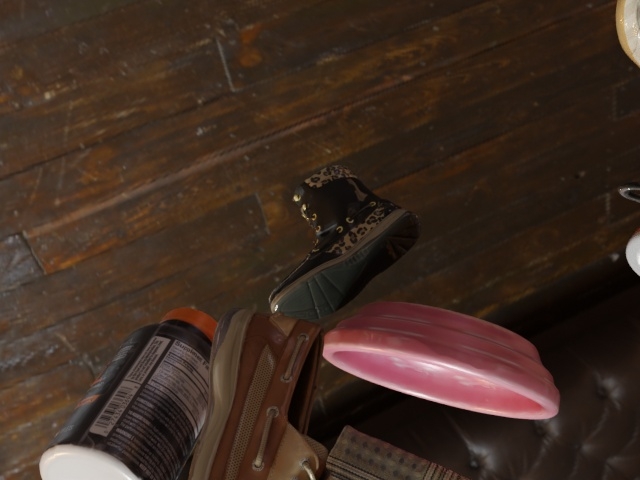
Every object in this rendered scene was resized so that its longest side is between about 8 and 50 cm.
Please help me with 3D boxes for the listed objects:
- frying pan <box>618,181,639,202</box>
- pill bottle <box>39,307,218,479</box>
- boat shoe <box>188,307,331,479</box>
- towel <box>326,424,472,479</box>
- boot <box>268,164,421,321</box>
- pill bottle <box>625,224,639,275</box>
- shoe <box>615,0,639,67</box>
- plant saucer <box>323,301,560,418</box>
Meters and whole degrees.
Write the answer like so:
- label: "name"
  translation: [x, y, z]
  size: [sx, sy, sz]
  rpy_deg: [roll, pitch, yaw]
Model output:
- label: "frying pan"
  translation: [0.530, -0.036, 0.915]
  size: [0.326, 0.053, 0.197]
  rpy_deg: [22, 138, -19]
- label: "pill bottle"
  translation: [-0.186, 0.180, 0.890]
  size: [0.131, 0.245, 0.130]
  rpy_deg: [10, 126, 14]
- label: "boat shoe"
  translation: [-0.051, 0.213, 0.768]
  size: [0.117, 0.324, 0.123]
  rpy_deg: [-1, 154, 10]
- label: "towel"
  translation: [0.109, 0.432, 1.000]
  size: [0.312, 0.324, 0.056]
  rpy_deg: [-63, 162, -15]
- label: "boot"
  translation: [0.001, 0.001, 1.142]
  size: [0.236, 0.178, 0.085]
  rpy_deg: [-35, 136, -10]
- label: "pill bottle"
  translation: [0.471, -0.016, 1.066]
  size: [0.152, 0.086, 0.086]
  rpy_deg: [-43, 135, -33]
- label: "shoe"
  translation: [0.442, -0.239, 1.042]
  size: [0.076, 0.058, 0.219]
  rpy_deg: [-49, 124, -18]
- label: "plant saucer"
  translation: [0.169, 0.164, 1.132]
  size: [0.332, 0.332, 0.084]
  rpy_deg: [29, 70, -38]
